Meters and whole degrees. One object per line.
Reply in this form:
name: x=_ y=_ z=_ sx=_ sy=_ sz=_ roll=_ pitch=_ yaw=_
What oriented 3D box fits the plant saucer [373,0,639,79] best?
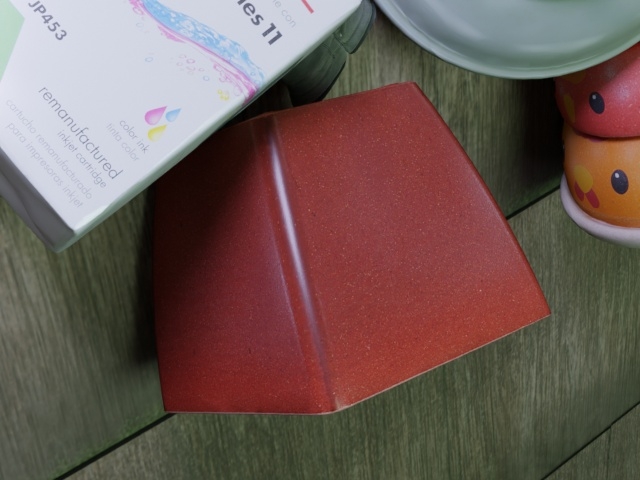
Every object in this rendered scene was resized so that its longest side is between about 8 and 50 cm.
plant saucer: x=0.215 y=-0.339 z=1.001 sx=0.401 sy=0.100 sz=0.400 roll=-3 pitch=111 yaw=-8

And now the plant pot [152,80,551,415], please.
plant pot: x=0.000 y=0.000 z=0.976 sx=0.267 sy=0.267 sz=0.235 roll=-17 pitch=94 yaw=-37

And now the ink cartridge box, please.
ink cartridge box: x=-0.121 y=-0.181 z=0.811 sx=0.353 sy=0.119 sz=0.207 roll=-43 pitch=97 yaw=-22

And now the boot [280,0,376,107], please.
boot: x=-0.046 y=-0.166 z=0.983 sx=0.246 sy=0.083 sz=0.161 roll=-52 pitch=136 yaw=-12

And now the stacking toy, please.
stacking toy: x=0.363 y=-0.261 z=1.227 sx=0.350 sy=0.351 sz=0.479 roll=-43 pitch=118 yaw=-21
